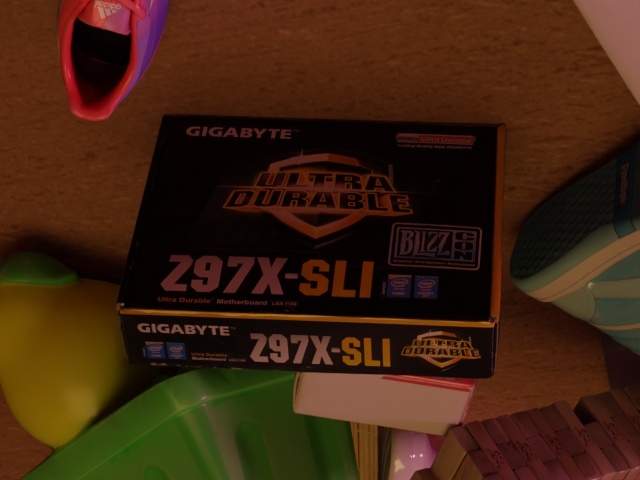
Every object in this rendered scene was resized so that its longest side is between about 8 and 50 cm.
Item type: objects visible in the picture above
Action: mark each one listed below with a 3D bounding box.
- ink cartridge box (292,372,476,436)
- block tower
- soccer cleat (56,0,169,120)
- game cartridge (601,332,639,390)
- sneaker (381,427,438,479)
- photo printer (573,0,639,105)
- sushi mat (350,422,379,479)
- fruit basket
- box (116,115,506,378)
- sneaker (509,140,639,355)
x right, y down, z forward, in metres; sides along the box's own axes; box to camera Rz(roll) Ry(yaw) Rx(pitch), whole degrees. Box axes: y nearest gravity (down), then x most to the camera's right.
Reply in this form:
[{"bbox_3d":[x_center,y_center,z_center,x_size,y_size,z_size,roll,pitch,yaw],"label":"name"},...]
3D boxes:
[{"bbox_3d":[0.064,0.061,1.689,0.158,0.218,0.092,9,140,-2],"label":"ink cartridge box"},{"bbox_3d":[0.251,0.205,1.710,0.335,0.091,0.097,-11,142,-30],"label":"block tower"},{"bbox_3d":[-0.162,-0.239,1.492,0.108,0.116,0.318,12,135,-4],"label":"soccer cleat"},{"bbox_3d":[0.437,0.129,1.827,0.294,0.060,0.196,-6,137,12],"label":"game cartridge"},{"bbox_3d":[0.148,0.281,1.985,0.169,0.108,0.292,1,144,4],"label":"sneaker"},{"bbox_3d":[0.363,-0.225,1.446,0.307,0.107,0.256,-20,129,25],"label":"photo printer"},{"bbox_3d":[-0.010,0.246,2.017,0.151,0.019,0.317,5,135,7],"label":"sushi mat"},{"bbox_3d":[-0.181,0.168,1.846,0.283,0.392,0.392,-11,153,-45],"label":"fruit basket"},{"bbox_3d":[0.000,0.000,1.611,0.322,0.257,0.079,2,135,6],"label":"box"},{"bbox_3d":[0.348,0.004,1.657,0.208,0.127,0.319,33,144,-23],"label":"sneaker"}]
